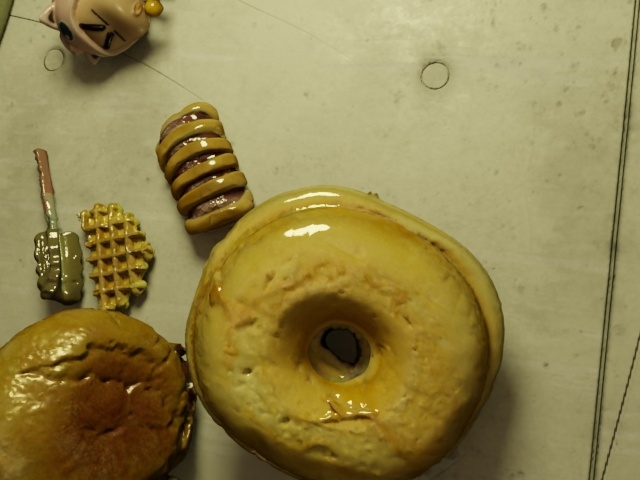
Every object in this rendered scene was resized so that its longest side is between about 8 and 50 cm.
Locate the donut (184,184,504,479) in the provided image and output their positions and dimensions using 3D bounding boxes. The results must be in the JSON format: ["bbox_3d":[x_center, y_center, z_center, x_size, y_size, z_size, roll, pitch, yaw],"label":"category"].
[{"bbox_3d":[0.031,0.139,0.950,0.449,0.198,0.448,0,95,4],"label":"donut"}]

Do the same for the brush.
[{"bbox_3d":[-0.483,-0.032,1.217,0.071,0.084,0.300,-18,72,14],"label":"brush"}]

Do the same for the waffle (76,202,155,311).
[{"bbox_3d":[-0.374,0.026,1.191,0.192,0.046,0.160,44,95,17],"label":"waffle"}]

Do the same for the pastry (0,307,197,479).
[{"bbox_3d":[-0.346,0.271,1.009,0.164,0.356,0.355,-5,80,45],"label":"pastry"}]

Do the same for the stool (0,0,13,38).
[{"bbox_3d":[-0.796,-0.447,1.282,0.311,0.226,0.310,12,84,17],"label":"stool"}]

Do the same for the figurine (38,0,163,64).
[{"bbox_3d":[-0.355,-0.451,1.192,0.287,0.176,0.186,-49,47,-10],"label":"figurine"}]

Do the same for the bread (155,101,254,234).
[{"bbox_3d":[-0.204,-0.119,1.145,0.134,0.081,0.225,-29,77,12],"label":"bread"}]
